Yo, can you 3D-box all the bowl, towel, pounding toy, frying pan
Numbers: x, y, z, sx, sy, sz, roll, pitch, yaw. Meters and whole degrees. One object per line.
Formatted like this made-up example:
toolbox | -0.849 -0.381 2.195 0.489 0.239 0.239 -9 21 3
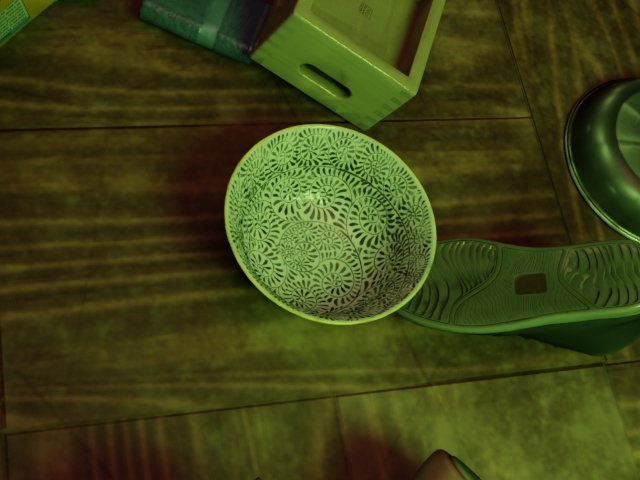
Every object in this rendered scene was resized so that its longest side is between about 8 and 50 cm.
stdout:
bowl | 0.000 0.000 0.772 0.170 0.080 0.170 6 64 -13
towel | -0.099 -0.201 0.866 0.119 0.029 0.067 22 61 -6
pounding toy | 0.013 -0.235 0.864 0.181 0.094 0.206 30 59 -20
frying pan | 0.380 -0.037 0.924 0.326 0.053 0.197 43 63 9

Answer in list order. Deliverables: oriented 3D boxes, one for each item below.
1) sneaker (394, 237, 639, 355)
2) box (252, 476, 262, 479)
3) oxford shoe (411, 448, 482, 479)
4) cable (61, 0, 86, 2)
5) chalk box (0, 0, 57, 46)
sneaker | 0.168 0.059 0.802 0.222 0.118 0.083 0 63 16
box | -0.038 0.310 0.543 0.231 0.127 0.262 -44 82 -4
oxford shoe | 0.164 0.335 0.659 0.146 0.140 0.397 -41 84 1
cable | -0.240 -0.299 0.860 0.151 0.047 0.184 -1 65 -17
chalk box | -0.370 -0.257 0.711 0.289 0.179 0.180 45 78 7
